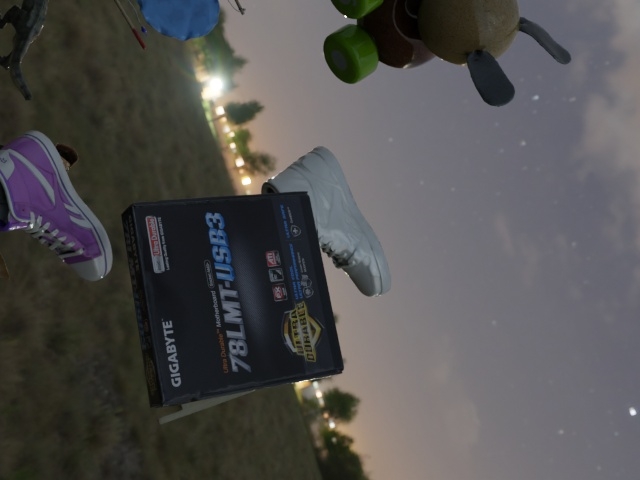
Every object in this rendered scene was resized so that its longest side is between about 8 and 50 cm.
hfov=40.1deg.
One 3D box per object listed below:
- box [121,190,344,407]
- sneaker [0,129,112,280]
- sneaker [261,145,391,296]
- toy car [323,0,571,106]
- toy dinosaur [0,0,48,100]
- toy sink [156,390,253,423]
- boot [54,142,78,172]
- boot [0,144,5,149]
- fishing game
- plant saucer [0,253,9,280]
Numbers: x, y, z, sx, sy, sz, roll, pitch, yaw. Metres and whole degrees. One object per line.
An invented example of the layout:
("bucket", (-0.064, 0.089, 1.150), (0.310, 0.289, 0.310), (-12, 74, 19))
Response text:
("box", (-0.130, 0.081, 1.315), (0.073, 0.293, 0.295), (-27, -109, 57))
("sneaker", (-0.463, -0.023, 1.449), (0.282, 0.102, 0.161), (63, 31, -23))
("sneaker", (0.000, 0.000, 1.543), (0.108, 0.169, 0.292), (-15, -74, 56))
("toy car", (0.121, -0.186, 0.771), (0.188, 0.155, 0.149), (42, -27, 25))
("toy dinosaur", (-0.484, -0.337, 1.414), (0.064, 0.118, 0.268), (30, 59, -49))
("toy sink", (-0.272, 0.298, 1.986), (0.153, 0.234, 0.131), (-102, 172, -84))
("boot", (-0.710, -0.147, 2.087), (0.109, 0.220, 0.283), (64, 11, -3))
("boot", (-0.577, -0.064, 1.704), (0.208, 0.076, 0.189), (87, -14, -55))
("fishing game", (-0.296, -0.494, 1.795), (0.189, 0.264, 0.041), (59, -30, -3))
("plant saucer", (-0.603, 0.039, 1.628), (0.083, 0.015, 0.083), (38, -39, 38))
